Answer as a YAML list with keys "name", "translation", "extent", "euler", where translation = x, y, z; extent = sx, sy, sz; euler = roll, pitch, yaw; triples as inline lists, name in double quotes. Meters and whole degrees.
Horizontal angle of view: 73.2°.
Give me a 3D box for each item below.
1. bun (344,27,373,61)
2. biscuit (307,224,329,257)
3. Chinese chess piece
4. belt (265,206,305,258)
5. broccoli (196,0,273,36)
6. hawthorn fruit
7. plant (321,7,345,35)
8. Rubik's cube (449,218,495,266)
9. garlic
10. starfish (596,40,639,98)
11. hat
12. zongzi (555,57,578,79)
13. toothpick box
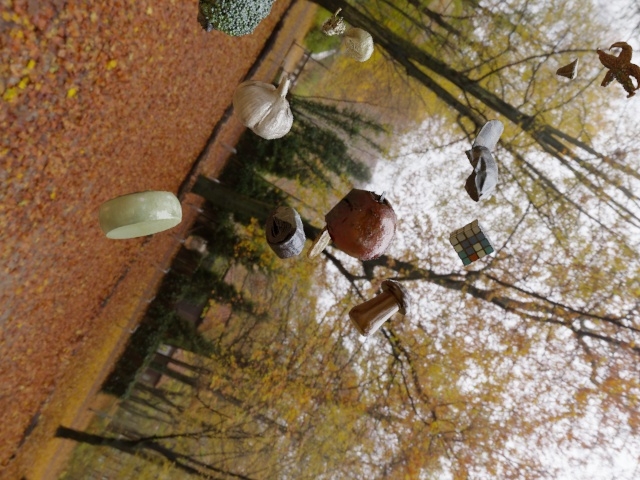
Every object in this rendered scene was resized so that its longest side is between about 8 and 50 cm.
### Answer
- name: "bun"
  translation: [0.138, -0.684, 1.495]
  extent: [0.069, 0.115, 0.115]
  euler: [-38, -173, -14]
- name: "biscuit"
  translation: [0.004, 0.004, 1.962]
  extent: [0.203, 0.041, 0.260]
  euler: [-59, 172, 30]
- name: "Chinese chess piece"
  translation: [-0.575, -0.082, 1.381]
  extent: [0.250, 0.250, 0.101]
  euler: [156, -80, -70]
- name: "belt"
  translation: [-0.184, -0.056, 2.170]
  extent: [0.184, 0.164, 0.289]
  euler: [-25, -138, 13]
- name: "broccoli"
  translation: [-0.321, -0.906, 1.585]
  extent: [0.277, 0.317, 0.338]
  euler: [-22, -136, 32]
- name: "hawthorn fruit"
  translation: [0.167, -0.069, 1.807]
  extent: [0.316, 0.316, 0.316]
  euler: [-56, -167, 20]
- name: "plant"
  translation: [0.065, -1.050, 2.064]
  extent: [0.104, 0.116, 0.122]
  euler: [-83, 177, -71]
- name: "Rubik's cube"
  translation: [0.714, 0.008, 2.038]
  extent: [0.154, 0.151, 0.155]
  euler: [-31, -178, 22]
- name: "garlic"
  translation: [-0.163, -0.458, 1.425]
  extent: [0.212, 0.218, 0.218]
  euler: [-36, -157, 31]
- name: "starfish"
  translation: [0.990, -0.572, 1.427]
  extent: [0.209, 0.053, 0.150]
  euler: [60, -26, 26]
- name: "hat"
  translation: [0.896, -0.424, 2.285]
  extent: [0.381, 0.257, 0.366]
  euler: [-43, 154, 1]
- name: "zongzi"
  translation: [0.938, -0.661, 1.638]
  extent: [0.040, 0.083, 0.076]
  euler: [-38, -134, -12]
- name: "toothpick box"
  translation: [0.285, 0.315, 2.021]
  extent: [0.294, 0.192, 0.192]
  euler: [-33, -171, -9]
